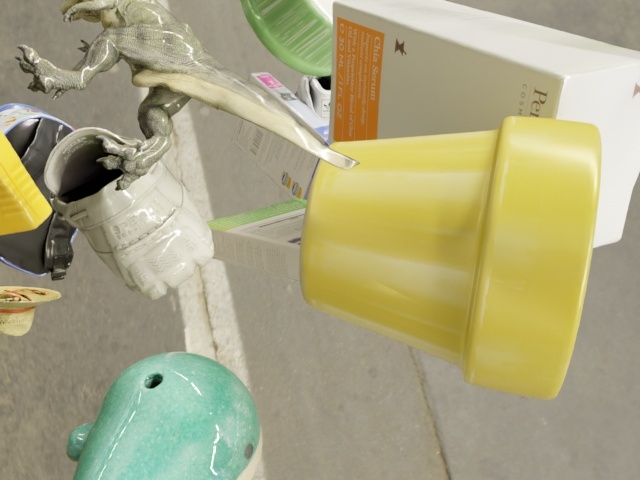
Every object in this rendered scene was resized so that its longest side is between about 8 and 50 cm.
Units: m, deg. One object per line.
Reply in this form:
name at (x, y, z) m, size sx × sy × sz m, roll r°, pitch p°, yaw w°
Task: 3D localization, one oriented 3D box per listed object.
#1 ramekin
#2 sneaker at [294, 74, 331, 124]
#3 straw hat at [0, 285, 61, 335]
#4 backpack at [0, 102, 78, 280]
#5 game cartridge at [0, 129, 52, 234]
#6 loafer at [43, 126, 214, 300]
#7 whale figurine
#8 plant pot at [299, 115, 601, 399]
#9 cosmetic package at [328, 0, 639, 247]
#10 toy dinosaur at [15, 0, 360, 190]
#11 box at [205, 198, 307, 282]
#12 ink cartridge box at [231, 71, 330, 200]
ramekin at (0.004, -0.488, 1.431) m, size 0.304 × 0.148 × 0.303 m, roll 13°, pitch 69°, yaw -36°
sneaker at (0.007, -0.230, 1.672) m, size 0.138 × 0.210 × 0.365 m, roll -4°, pitch 68°, yaw -12°
straw hat at (-0.446, 0.106, 1.070) m, size 0.145 × 0.144 × 0.061 m, roll 4°, pitch 94°, yaw -17°
backpack at (-0.526, -0.102, 1.311) m, size 0.213 × 0.276 × 0.263 m, roll 36°, pitch 87°, yaw 37°
game cartridge at (-0.503, -0.133, 0.853) m, size 0.323 × 0.286 × 0.052 m, roll 66°, pitch 33°, yaw -28°
loafer at (-0.188, -0.055, 0.660) m, size 0.112 × 0.319 × 0.111 m, roll -39°, pitch 122°, yaw -13°
whale figurine at (-0.178, 0.217, 0.718) m, size 0.216 × 0.141 × 0.272 m, roll 16°, pitch 42°, yaw 31°
plant pot at (0.116, 0.001, 0.695) m, size 0.239 × 0.254 × 0.253 m, roll 10°, pitch 58°, yaw 13°
cosmetic package at (0.191, -0.173, 0.982) m, size 0.162 × 0.229 × 0.453 m, roll -14°, pitch 31°, yaw -27°
toy dinosaur at (-0.111, -0.102, 0.475) m, size 0.268 × 0.064 × 0.118 m, roll 39°, pitch 58°, yaw 21°
box at (0.000, 0.000, 1.130) m, size 0.232 × 0.322 × 0.058 m, roll -18°, pitch 114°, yaw -45°
ink cartridge box at (-0.066, -0.212, 1.629) m, size 0.065 × 0.185 × 0.311 m, roll -18°, pitch 52°, yaw -40°
